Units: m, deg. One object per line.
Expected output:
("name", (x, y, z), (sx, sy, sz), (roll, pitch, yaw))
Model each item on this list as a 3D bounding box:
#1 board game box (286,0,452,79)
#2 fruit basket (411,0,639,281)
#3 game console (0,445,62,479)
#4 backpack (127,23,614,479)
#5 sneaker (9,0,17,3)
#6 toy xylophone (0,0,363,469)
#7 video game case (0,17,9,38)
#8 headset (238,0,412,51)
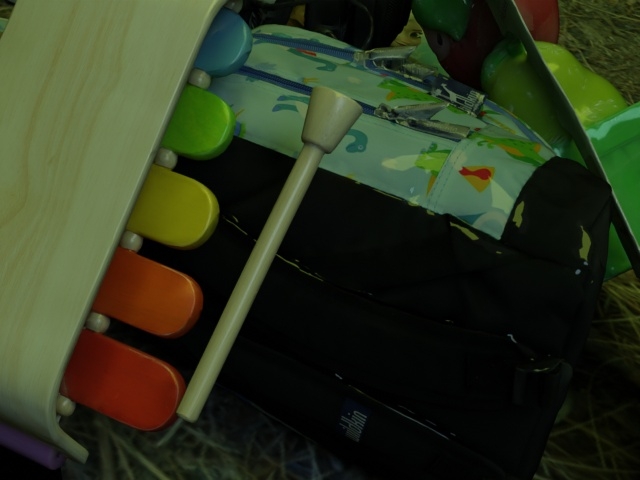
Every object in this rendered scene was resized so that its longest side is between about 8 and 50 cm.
("board game box", (0.040, -0.179, 1.206), (0.319, 0.065, 0.318), (6, 39, -18))
("fruit basket", (0.149, -0.120, 0.952), (0.353, 0.165, 0.327), (57, 4, 5))
("game console", (-0.277, 0.080, 0.742), (0.213, 0.044, 0.361), (15, 28, -27))
("backpack", (0.000, 0.000, 0.806), (0.356, 0.290, 0.273), (13, 45, 8))
("sneaker", (-0.216, -0.271, 1.162), (0.217, 0.121, 0.079), (17, 38, -4))
("toy xylophone", (-0.114, -0.021, 0.662), (0.236, 0.322, 0.081), (29, -3, 20))
("video game case", (-0.238, -0.134, 1.063), (0.213, 0.023, 0.193), (9, 38, -13))
("headset", (-0.030, -0.207, 1.081), (0.244, 0.185, 0.394), (3, 25, -12))
